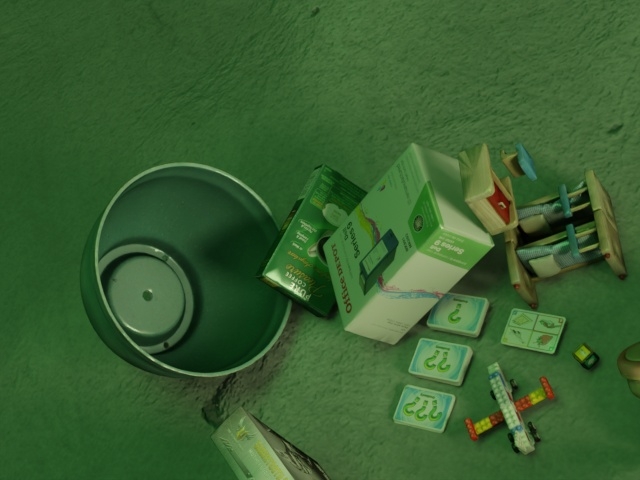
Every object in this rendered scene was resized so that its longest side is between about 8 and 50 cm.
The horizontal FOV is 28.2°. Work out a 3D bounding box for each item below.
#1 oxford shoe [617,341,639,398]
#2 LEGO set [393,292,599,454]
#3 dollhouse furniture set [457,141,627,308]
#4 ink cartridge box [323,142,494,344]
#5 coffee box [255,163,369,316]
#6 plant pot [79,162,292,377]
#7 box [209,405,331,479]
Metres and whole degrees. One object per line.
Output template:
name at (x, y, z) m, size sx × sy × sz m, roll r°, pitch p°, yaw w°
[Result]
oxford shoe at (0.487, 0.159, 1.222) m, size 0.397 × 0.147 × 0.140 m, roll 1°, pitch 16°, yaw 21°
LEGO set at (0.206, 0.154, 1.536) m, size 0.244 × 0.060 × 0.182 m, roll 9°, pitch 69°, yaw 39°
dollhouse furniture set at (0.267, -0.029, 1.531) m, size 0.129 × 0.183 × 0.129 m, roll -21°, pitch 50°, yaw 22°
ink cartridge box at (0.107, 0.007, 1.630) m, size 0.212 × 0.093 × 0.154 m, roll -50°, pitch 37°, yaw 35°
coffee box at (0.000, 0.000, 1.749) m, size 0.184 × 0.113 × 0.040 m, roll -63°, pitch 18°, yaw -16°
plant pot at (-0.211, 0.060, 1.767) m, size 0.196 × 0.293 × 0.293 m, roll -26°, pitch 42°, yaw 54°
box at (-0.014, 0.315, 1.487) m, size 0.056 × 0.183 × 0.231 m, roll -44°, pitch 44°, yaw 1°
